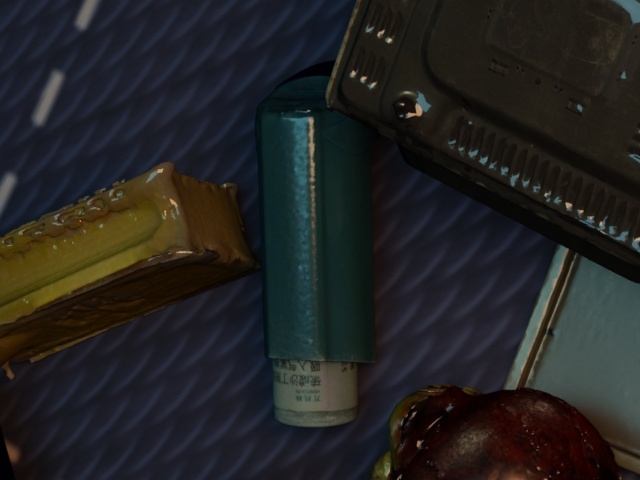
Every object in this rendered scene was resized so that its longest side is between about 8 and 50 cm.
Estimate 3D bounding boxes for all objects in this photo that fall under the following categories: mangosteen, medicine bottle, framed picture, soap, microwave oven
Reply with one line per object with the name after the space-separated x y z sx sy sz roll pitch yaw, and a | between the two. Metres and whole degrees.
0.109 0.168 1.270 0.180 0.166 0.166 35 98 32 | mangosteen
0.000 0.000 1.369 0.079 0.124 0.258 1 96 20 | medicine bottle
0.278 0.012 1.290 0.240 0.020 0.324 20 92 23 | framed picture
-0.172 0.025 1.413 0.233 0.135 0.076 -24 75 18 | soap
0.219 -0.123 1.173 0.355 0.218 0.286 30 110 23 | microwave oven

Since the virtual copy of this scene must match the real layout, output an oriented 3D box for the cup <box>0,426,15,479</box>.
-0.314 0.229 1.385 0.178 0.255 0.256 -22 75 14 | cup
